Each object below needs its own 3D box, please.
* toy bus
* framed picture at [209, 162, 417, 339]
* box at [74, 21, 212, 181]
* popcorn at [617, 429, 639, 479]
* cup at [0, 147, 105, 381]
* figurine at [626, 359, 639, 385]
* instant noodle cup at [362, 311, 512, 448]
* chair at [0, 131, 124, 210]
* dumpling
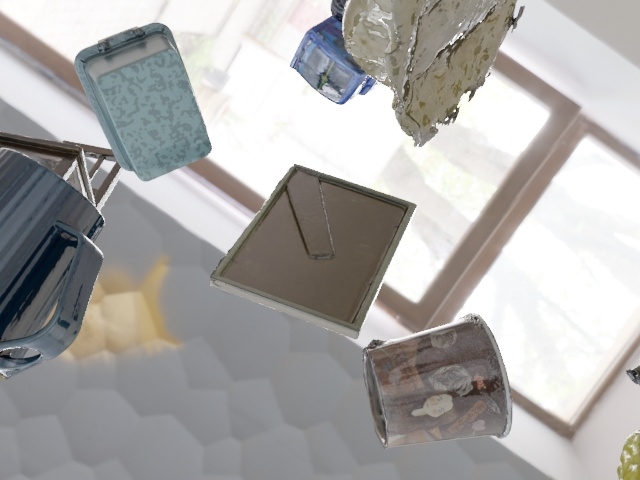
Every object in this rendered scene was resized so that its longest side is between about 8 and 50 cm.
[{"bbox_3d":[0.075,-0.243,0.807,0.236,0.094,0.079,-41,169,-29],"label":"toy bus"},{"bbox_3d":[0.000,0.000,1.105,0.315,0.231,0.024,-59,164,-45],"label":"framed picture"},{"bbox_3d":[-0.272,-0.212,1.134,0.162,0.227,0.130,-25,-142,-13],"label":"box"},{"bbox_3d":[0.391,0.247,0.687,0.217,0.234,0.181,119,-23,-56],"label":"popcorn"},{"bbox_3d":[-0.250,0.022,0.579,0.155,0.176,0.131,-61,152,-21],"label":"cup"},{"bbox_3d":[0.732,0.231,1.500,0.195,0.108,0.114,-32,-172,-2],"label":"figurine"},{"bbox_3d":[0.187,0.244,1.205,0.207,0.218,0.217,-11,177,-6],"label":"instant noodle cup"},{"bbox_3d":[-0.571,-0.135,1.499,0.241,0.202,0.416,92,10,-50],"label":"chair"},{"bbox_3d":[0.090,-0.175,0.638,0.332,0.086,0.166,-12,130,-60],"label":"dumpling"}]
